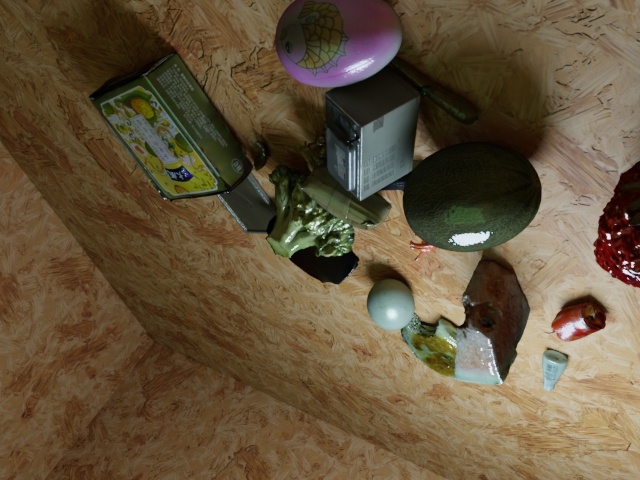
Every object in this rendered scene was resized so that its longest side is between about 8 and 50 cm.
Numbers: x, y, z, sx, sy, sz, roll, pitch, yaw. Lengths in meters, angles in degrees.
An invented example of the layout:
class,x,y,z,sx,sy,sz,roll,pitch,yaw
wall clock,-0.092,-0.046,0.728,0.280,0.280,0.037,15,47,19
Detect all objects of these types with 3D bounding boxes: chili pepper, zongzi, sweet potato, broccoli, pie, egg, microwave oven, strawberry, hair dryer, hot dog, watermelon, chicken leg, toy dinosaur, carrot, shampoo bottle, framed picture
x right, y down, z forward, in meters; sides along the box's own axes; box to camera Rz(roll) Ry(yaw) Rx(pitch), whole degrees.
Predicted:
class,x,y,z,sx,sy,sz,roll,pitch,yaw
chili pepper,0.650,0.219,1.692,0.192,0.084,0.086,-40,70,58
zongzi,0.073,-0.114,1.722,0.228,0.115,0.256,30,-172,3
sweet potato,-0.175,-0.244,1.906,0.041,0.038,0.153,-7,155,-12
broccoli,-0.050,-0.061,1.822,0.288,0.245,0.248,37,171,33
pie,0.398,0.356,2.168,0.303,0.067,0.302,26,150,16
egg,0.035,-0.408,1.298,0.271,0.196,0.196,-8,131,31
microwave oven,0.106,-0.236,1.451,0.145,0.194,0.240,52,161,30
strawberry,0.662,-0.010,1.189,0.292,0.292,0.343,18,164,28
hair dryer,0.241,-0.102,1.684,0.173,0.050,0.195,5,143,46
hot dog,-0.002,0.006,2.022,0.326,0.107,0.194,47,115,23
egg,0.221,0.203,2.038,0.149,0.149,0.192,19,148,27
watermelon,0.461,0.238,1.736,0.151,0.264,0.302,17,143,29
chicken leg,0.012,-0.253,1.666,0.101,0.085,0.207,38,144,18
toy dinosaur,0.293,-0.004,1.742,0.102,0.055,0.279,8,163,-1
carrot,0.227,-0.327,1.371,0.254,0.049,0.049,37,151,5
shampoo bottle,0.693,0.394,1.943,0.069,0.041,0.190,14,145,23
framed picture,-0.259,-0.142,2.158,0.247,0.022,0.335,2,137,45

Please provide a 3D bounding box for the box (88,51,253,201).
class,x,y,z,sx,sy,sz,roll,pitch,yaw
box,-0.451,-0.322,1.947,0.373,0.138,0.420,-2,130,48

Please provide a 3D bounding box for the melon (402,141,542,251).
class,x,y,z,sx,sy,sz,roll,pitch,yaw
melon,0.326,-0.094,1.403,0.302,0.237,0.237,-8,130,44
